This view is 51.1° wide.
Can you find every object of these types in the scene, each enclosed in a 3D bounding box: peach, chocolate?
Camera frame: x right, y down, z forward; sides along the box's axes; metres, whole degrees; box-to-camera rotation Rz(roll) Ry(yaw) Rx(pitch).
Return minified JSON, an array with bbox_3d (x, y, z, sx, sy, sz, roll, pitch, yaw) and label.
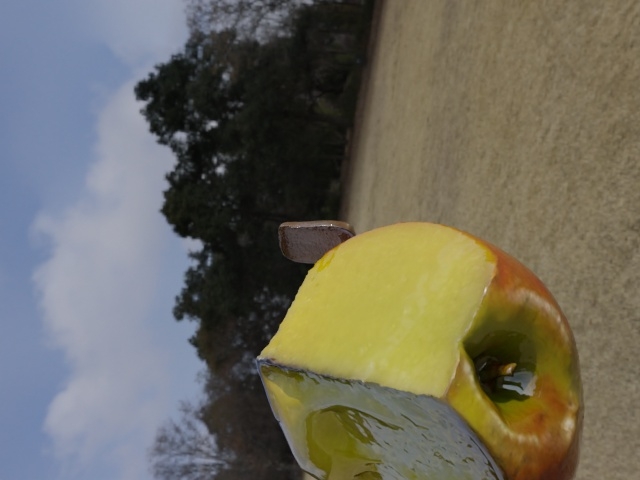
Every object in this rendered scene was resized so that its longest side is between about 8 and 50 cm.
[{"bbox_3d":[0.105,0.155,0.726,0.380,0.306,0.242,-14,31,50],"label":"peach"},{"bbox_3d":[0.000,0.000,0.825,0.031,0.100,0.064,-66,-29,-51],"label":"chocolate"}]
